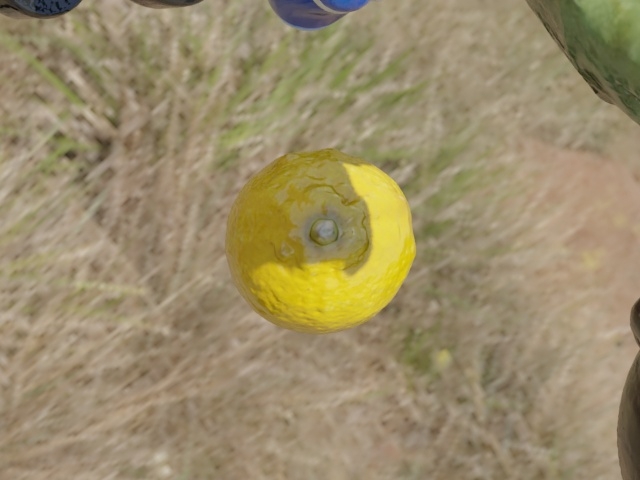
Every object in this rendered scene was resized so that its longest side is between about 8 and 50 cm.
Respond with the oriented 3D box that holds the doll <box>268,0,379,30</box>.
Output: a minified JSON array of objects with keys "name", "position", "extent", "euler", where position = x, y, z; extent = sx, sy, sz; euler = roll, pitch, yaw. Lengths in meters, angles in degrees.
[{"name":"doll","position":[0.003,-0.167,1.161],"extent":[0.099,0.143,0.057],"euler":[1,94,-16]}]

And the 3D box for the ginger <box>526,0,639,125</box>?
[{"name":"ginger","position":[0.122,-0.113,0.645],"extent":[0.137,0.089,0.290],"euler":[53,17,-8]}]

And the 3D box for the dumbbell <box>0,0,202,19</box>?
[{"name":"dumbbell","position":[-0.153,-0.203,1.219],"extent":[0.100,0.191,0.100],"euler":[-5,97,-44]}]

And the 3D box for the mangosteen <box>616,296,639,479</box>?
[{"name":"mangosteen","position":[0.359,0.138,1.398],"extent":[0.297,0.297,0.313],"euler":[-17,47,-43]}]

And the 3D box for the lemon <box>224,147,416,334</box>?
[{"name":"lemon","position":[0.000,0.000,1.062],"extent":[0.114,0.155,0.114],"euler":[0,88,-7]}]
